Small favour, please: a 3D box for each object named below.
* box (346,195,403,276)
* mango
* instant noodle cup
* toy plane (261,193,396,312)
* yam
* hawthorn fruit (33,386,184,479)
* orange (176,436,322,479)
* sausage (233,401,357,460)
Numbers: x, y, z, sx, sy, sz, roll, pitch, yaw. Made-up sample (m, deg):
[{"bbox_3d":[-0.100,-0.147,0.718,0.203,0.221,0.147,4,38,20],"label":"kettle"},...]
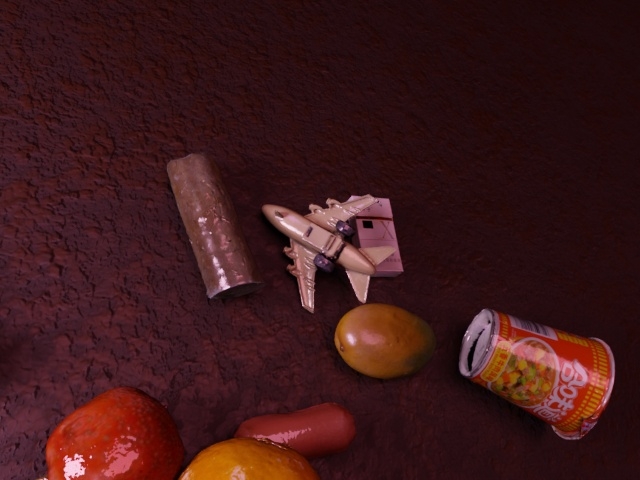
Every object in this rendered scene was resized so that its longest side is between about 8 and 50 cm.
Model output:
[{"bbox_3d":[0.101,-0.008,1.055,0.083,0.040,0.155,1,66,-21],"label":"box"},{"bbox_3d":[0.116,0.170,0.946,0.194,0.092,0.130,0,62,-34],"label":"mango"},{"bbox_3d":[0.369,0.223,0.986,0.212,0.193,0.193,23,57,-3],"label":"instant noodle cup"},{"bbox_3d":[0.000,0.000,0.963,0.244,0.092,0.229,31,84,5],"label":"toy plane"},{"bbox_3d":[-0.177,-0.027,0.911,0.093,0.093,0.259,-13,71,-29],"label":"yam"},{"bbox_3d":[-0.307,0.272,0.651,0.285,0.165,0.165,-7,68,-34],"label":"hawthorn fruit"},{"bbox_3d":[-0.088,0.355,0.681,0.219,0.193,0.220,1,96,10],"label":"orange"},{"bbox_3d":[-0.035,0.290,0.822,0.194,0.077,0.077,-4,66,-26],"label":"sausage"}]
